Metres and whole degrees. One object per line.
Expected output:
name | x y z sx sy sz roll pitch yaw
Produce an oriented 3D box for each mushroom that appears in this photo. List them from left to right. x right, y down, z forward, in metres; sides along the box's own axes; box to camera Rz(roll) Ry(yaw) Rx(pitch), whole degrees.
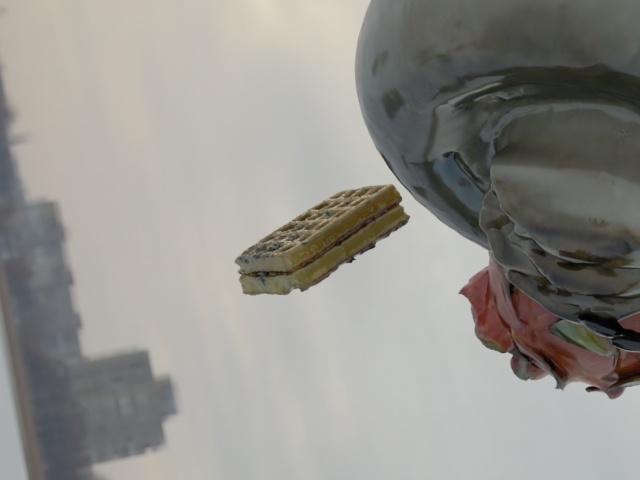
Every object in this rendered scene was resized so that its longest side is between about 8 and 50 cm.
mushroom | 0.192 -0.071 1.169 0.362 0.362 0.294 104 5 -66

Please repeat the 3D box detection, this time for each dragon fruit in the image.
dragon fruit | 0.243 0.032 1.492 0.227 0.224 0.224 -39 -120 52

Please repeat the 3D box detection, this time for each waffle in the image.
waffle | 0.000 0.000 1.615 0.102 0.148 0.042 -3 -64 58
